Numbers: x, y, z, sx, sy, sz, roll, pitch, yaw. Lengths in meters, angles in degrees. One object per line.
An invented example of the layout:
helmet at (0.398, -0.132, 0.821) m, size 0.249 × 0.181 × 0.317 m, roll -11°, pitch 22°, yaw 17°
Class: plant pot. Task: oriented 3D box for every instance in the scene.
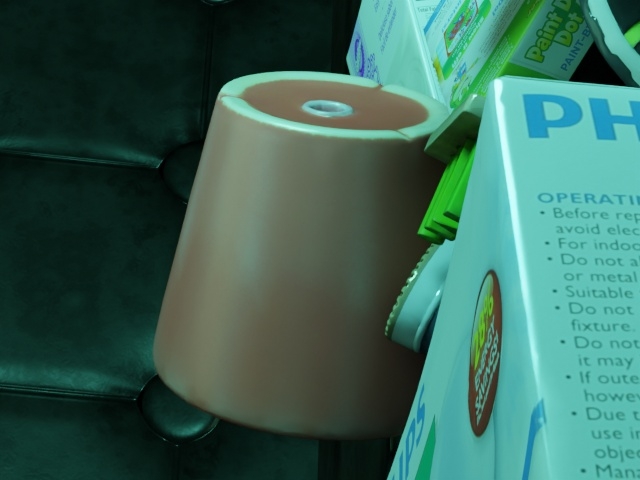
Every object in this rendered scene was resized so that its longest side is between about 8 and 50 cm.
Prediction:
plant pot at (0.000, 0.000, 1.472) m, size 0.275 × 0.274 × 0.243 m, roll -101°, pitch 15°, yaw -70°

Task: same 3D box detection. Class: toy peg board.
toy peg board at (0.147, -0.020, 1.236) m, size 0.161 × 0.160 × 0.079 m, roll 133°, pitch 162°, yaw -81°

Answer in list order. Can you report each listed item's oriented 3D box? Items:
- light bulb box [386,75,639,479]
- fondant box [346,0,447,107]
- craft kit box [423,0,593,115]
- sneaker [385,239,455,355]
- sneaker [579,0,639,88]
light bulb box at (0.156, 0.183, 0.735) m, size 0.361 × 0.225 × 0.358 m, roll -92°, pitch 9°, yaw -46°
fondant box at (0.117, -0.100, 1.653) m, size 0.238 × 0.096 × 0.330 m, roll 107°, pitch 154°, yaw -62°
craft kit box at (0.174, -0.214, 1.384) m, size 0.250 × 0.061 × 0.247 m, roll -59°, pitch 13°, yaw 23°
sneaker at (0.181, 0.011, 1.372) m, size 0.282 × 0.153 × 0.099 m, roll -51°, pitch -18°, yaw -35°
sneaker at (0.220, -0.194, 1.157) m, size 0.097 × 0.084 × 0.235 m, roll -29°, pitch 67°, yaw 34°
